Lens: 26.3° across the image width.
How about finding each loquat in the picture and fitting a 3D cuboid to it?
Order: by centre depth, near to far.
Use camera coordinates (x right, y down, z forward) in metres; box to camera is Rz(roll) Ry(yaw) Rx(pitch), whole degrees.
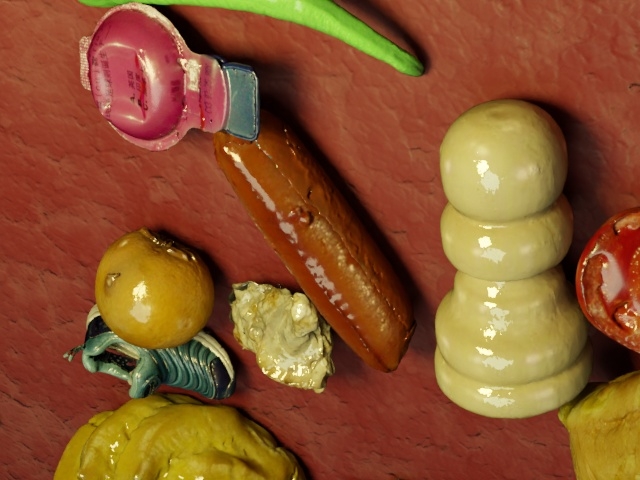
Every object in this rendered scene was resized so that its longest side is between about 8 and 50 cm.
[{"bbox_3d":[-0.192,0.058,1.563,0.141,0.141,0.141,14,133,16],"label":"loquat"}]

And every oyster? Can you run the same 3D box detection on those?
[{"bbox_3d":[-0.049,0.104,1.538,0.163,0.081,0.191,41,147,16],"label":"oyster"}]

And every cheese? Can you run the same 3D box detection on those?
[{"bbox_3d":[-0.154,-0.158,1.374,0.244,0.062,0.155,16,118,34],"label":"cheese"}]

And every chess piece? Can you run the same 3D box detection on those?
[{"bbox_3d":[0.184,0.007,1.316,0.167,0.167,0.300,8,125,21],"label":"chess piece"}]

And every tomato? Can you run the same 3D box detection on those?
[{"bbox_3d":[0.317,0.034,1.296,0.159,0.091,0.139,14,99,-3],"label":"tomato"}]

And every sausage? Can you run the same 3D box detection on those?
[{"bbox_3d":[0.000,0.000,1.437,0.102,0.102,0.330,-18,116,38],"label":"sausage"}]

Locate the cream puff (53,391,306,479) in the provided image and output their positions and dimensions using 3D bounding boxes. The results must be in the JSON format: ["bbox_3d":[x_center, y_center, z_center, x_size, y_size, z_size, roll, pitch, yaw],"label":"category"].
[{"bbox_3d":[-0.188,0.366,1.746,0.291,0.257,0.324,1,128,32],"label":"cream puff"}]

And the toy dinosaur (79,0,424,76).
[{"bbox_3d":[-0.184,-0.251,1.316,0.500,0.144,0.374,27,172,-30],"label":"toy dinosaur"}]

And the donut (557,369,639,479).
[{"bbox_3d":[0.364,0.190,1.330,0.208,0.128,0.261,3,167,-19],"label":"donut"}]

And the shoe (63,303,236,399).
[{"bbox_3d":[-0.203,0.151,1.669,0.207,0.106,0.091,19,136,4],"label":"shoe"}]

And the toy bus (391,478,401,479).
[{"bbox_3d":[0.138,0.386,1.678,0.256,0.128,0.147,-1,128,26],"label":"toy bus"}]
